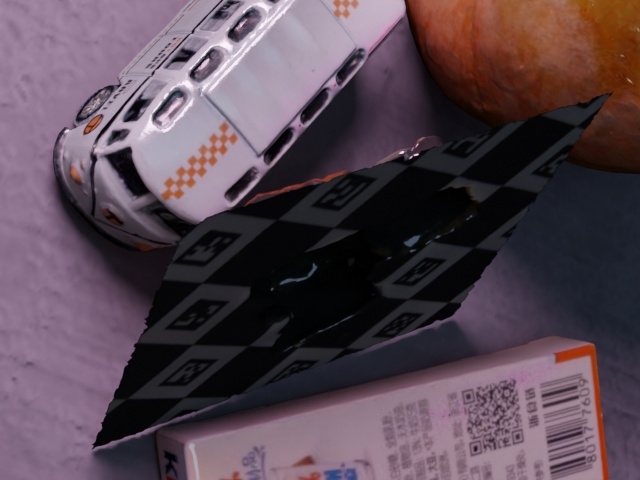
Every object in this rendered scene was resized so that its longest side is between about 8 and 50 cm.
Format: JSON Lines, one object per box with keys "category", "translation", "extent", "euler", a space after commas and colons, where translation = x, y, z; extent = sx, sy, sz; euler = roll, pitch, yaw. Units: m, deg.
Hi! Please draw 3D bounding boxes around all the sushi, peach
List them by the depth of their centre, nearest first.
{"category": "sushi", "translation": [0.000, 0.000, 0.827], "extent": [0.231, 0.219, 0.047], "euler": [-18, 66, -28]}
{"category": "peach", "translation": [0.165, -0.127, 0.887], "extent": [0.235, 0.214, 0.214], "euler": [35, 74, -46]}

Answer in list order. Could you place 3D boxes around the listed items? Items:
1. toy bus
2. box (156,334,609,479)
{"category": "toy bus", "translation": [-0.042, -0.079, 0.837], "extent": [0.194, 0.089, 0.087], "euler": [-49, 113, -18]}
{"category": "box", "translation": [0.051, 0.210, 0.927], "extent": [0.265, 0.048, 0.273], "euler": [-10, 98, -29]}
